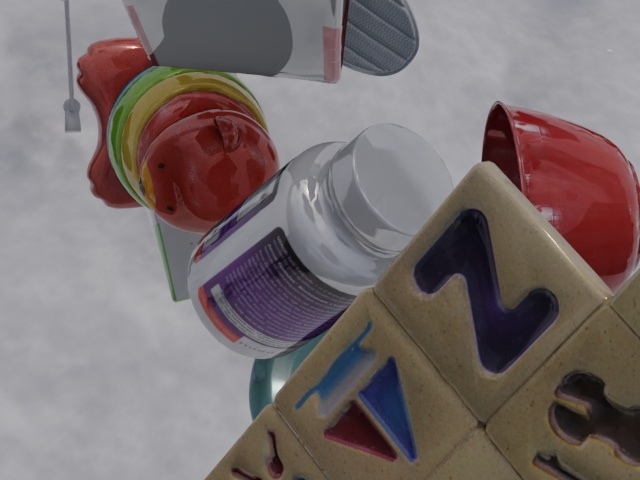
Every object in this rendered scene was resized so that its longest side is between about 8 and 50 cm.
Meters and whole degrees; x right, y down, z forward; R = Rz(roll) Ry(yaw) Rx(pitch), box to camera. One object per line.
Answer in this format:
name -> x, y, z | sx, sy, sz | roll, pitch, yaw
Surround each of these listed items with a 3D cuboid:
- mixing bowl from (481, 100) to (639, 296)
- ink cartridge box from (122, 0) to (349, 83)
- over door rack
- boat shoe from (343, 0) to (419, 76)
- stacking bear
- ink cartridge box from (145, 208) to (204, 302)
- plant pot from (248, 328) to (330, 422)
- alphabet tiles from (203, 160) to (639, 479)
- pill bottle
mixing bowl -> 0.182, -0.015, 0.955 | 0.098, 0.181, 0.181 | -2, 101, -1
ink cartridge box -> -0.042, -0.339, 0.914 | 0.160, 0.279, 0.385 | 6, 80, 2
over door rack -> -0.212, -0.283, 1.614 | 0.239, 0.108, 0.324 | -3, 114, -10
boat shoe -> -0.019, -0.285, 1.267 | 0.302, 0.094, 0.109 | 41, 107, -17
stacking bear -> -0.121, -0.085, 1.178 | 0.164, 0.289, 0.175 | -8, 109, -16
ink cartridge box -> -0.168, -0.111, 1.527 | 0.119, 0.353, 0.207 | -14, 123, -9
plant pot -> 0.076, 0.161, 1.193 | 0.271, 0.271, 0.255 | -44, 136, 10
alphabet tiles -> 0.102, 0.156, 0.353 | 0.342, 0.011, 0.285 | 50, 120, 22
pill bottle -> 0.000, 0.000, 0.856 | 0.108, 0.108, 0.193 | 48, 138, -6
